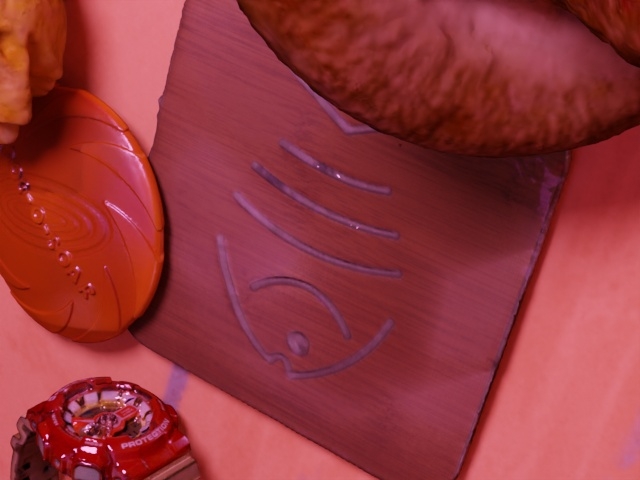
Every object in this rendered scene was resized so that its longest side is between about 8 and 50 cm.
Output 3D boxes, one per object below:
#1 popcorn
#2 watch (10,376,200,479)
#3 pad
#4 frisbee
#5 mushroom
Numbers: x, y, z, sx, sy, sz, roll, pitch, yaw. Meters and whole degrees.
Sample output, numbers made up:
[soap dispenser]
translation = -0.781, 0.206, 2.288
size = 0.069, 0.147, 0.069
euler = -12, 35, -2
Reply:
[popcorn]
translation = -0.234, -0.147, 0.995
size = 0.148, 0.152, 0.167
euler = 50, 146, 47
[watch]
translation = -0.167, 0.229, 1.111
size = 0.165, 0.102, 0.268
euler = 36, 129, 26
[pad]
translation = 0.000, 0.000, 0.972
size = 0.287, 0.018, 0.284
euler = 27, 116, 23
[frisbee]
translation = -0.190, -0.017, 1.062
size = 0.192, 0.035, 0.192
euler = 12, 110, 36
[mushroom]
translation = 0.101, -0.155, 0.691
size = 0.334, 0.356, 0.331
euler = 10, 148, -12
